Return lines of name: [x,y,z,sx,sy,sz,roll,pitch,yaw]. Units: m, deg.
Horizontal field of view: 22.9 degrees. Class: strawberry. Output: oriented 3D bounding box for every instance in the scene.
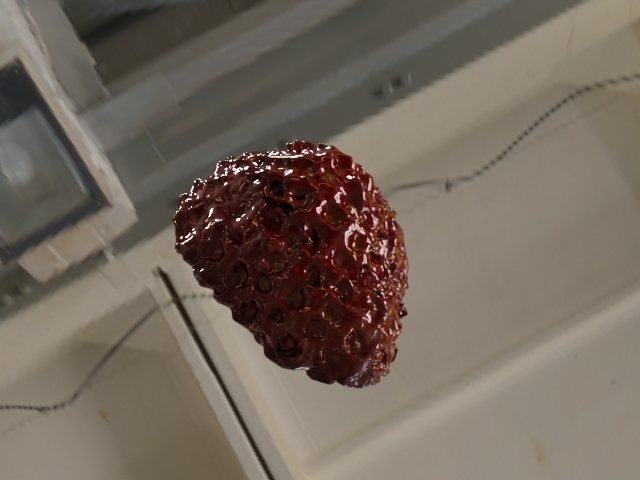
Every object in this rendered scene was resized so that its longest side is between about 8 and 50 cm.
strawberry: [0.000,0.000,1.172,0.190,0.111,0.236,9,-150,-26]
